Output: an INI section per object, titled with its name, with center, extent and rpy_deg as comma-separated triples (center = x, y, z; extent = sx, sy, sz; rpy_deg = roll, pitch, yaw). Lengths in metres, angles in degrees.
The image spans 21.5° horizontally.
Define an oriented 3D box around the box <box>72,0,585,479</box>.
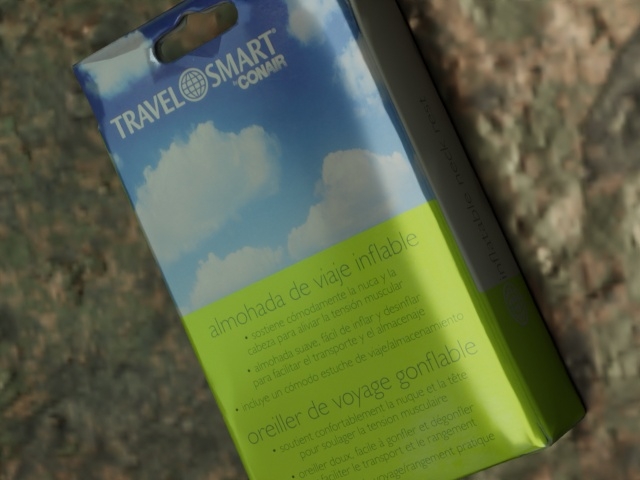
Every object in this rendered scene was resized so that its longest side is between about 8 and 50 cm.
[box]
center = 0.000, 0.000, 0.560
extent = 0.109, 0.042, 0.178
rpy_deg = -26, 87, 28
